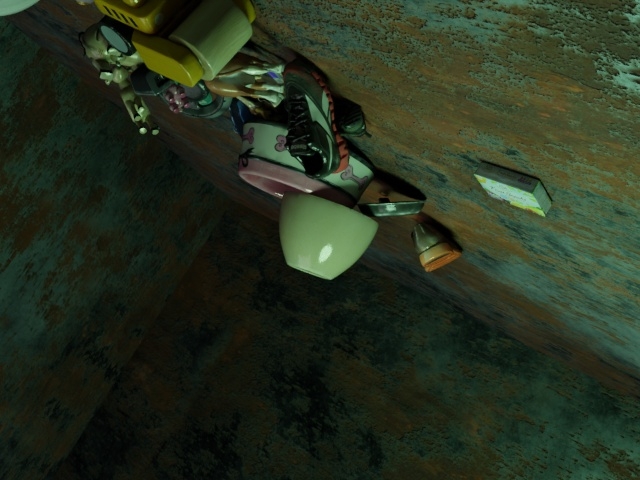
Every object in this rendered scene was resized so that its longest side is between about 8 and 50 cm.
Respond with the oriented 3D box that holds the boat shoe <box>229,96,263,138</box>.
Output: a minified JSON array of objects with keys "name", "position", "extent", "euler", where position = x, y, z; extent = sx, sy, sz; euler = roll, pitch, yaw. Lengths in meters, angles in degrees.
[{"name":"boat shoe","position":[-0.216,-0.366,2.253],"extent":[0.089,0.109,0.258],"euler":[38,159,24]}]

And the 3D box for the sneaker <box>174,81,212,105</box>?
[{"name":"sneaker","position":[-0.379,-0.461,2.227],"extent":[0.110,0.107,0.275],"euler":[21,170,15]}]

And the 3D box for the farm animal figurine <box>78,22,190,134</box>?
[{"name":"farm animal figurine","position":[-0.458,-0.455,1.860],"extent":[0.326,0.330,0.172],"euler":[15,-147,-49]}]

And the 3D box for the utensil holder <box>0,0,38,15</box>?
[{"name":"utensil holder","position":[-0.606,-0.603,1.330],"extent":[0.327,0.328,0.385],"euler":[35,170,-23]}]

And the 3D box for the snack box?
[{"name":"snack box","position":[0.401,-0.107,1.547],"extent":[0.141,0.037,0.100],"euler":[26,169,41]}]

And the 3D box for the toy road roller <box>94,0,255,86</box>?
[{"name":"toy road roller","position":[-0.313,-0.478,1.457],"extent":[0.329,0.202,0.241],"euler":[29,161,26]}]

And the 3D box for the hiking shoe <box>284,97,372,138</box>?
[{"name":"hiking shoe","position":[0.012,-0.289,1.766],"extent":[0.227,0.086,0.114],"euler":[27,168,32]}]

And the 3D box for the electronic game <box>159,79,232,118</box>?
[{"name":"electronic game","position":[-0.359,-0.435,2.109],"extent":[0.229,0.048,0.229],"euler":[7,141,6]}]

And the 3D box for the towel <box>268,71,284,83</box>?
[{"name":"towel","position":[-0.101,-0.397,1.818],"extent":[0.060,0.009,0.083],"euler":[27,171,40]}]

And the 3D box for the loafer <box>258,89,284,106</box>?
[{"name":"loafer","position":[-0.151,-0.386,1.980],"extent":[0.125,0.039,0.045],"euler":[26,172,40]}]

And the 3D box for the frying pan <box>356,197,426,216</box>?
[{"name":"frying pan","position":[0.173,-0.097,2.148],"extent":[0.197,0.053,0.326],"euler":[-4,-177,-23]}]

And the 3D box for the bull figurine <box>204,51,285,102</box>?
[{"name":"bull figurine","position":[-0.176,-0.376,1.668],"extent":[0.188,0.101,0.310],"euler":[7,-158,-1]}]

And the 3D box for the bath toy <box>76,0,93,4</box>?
[{"name":"bath toy","position":[-0.682,-0.699,1.815],"extent":[0.348,0.151,0.129],"euler":[30,137,12]}]

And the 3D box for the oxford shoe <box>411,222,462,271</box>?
[{"name":"oxford shoe","position":[0.361,0.012,2.355],"extent":[0.133,0.130,0.363],"euler":[64,-173,12]}]

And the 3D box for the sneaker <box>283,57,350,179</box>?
[{"name":"sneaker","position":[-0.027,-0.255,1.634],"extent":[0.097,0.135,0.276],"euler":[0,120,39]}]

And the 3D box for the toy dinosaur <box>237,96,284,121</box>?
[{"name":"toy dinosaur","position":[-0.178,-0.366,2.053],"extent":[0.211,0.064,0.112],"euler":[29,170,-41]}]

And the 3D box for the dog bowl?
[{"name":"dog bowl","position":[-0.055,-0.196,2.134],"extent":[0.408,0.150,0.408],"euler":[20,174,2]}]

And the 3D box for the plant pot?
[{"name":"plant pot","position":[0.000,0.000,2.081],"extent":[0.284,0.191,0.284],"euler":[19,174,2]}]

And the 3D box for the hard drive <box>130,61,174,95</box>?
[{"name":"hard drive","position":[-0.299,-0.412,1.632],"extent":[0.054,0.254,0.172],"euler":[55,163,-27]}]
